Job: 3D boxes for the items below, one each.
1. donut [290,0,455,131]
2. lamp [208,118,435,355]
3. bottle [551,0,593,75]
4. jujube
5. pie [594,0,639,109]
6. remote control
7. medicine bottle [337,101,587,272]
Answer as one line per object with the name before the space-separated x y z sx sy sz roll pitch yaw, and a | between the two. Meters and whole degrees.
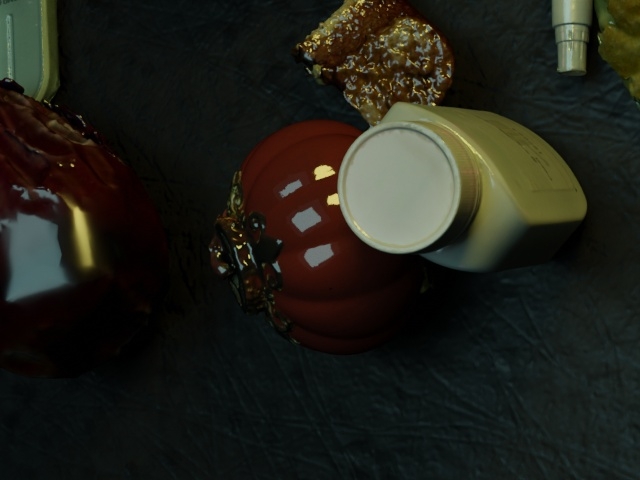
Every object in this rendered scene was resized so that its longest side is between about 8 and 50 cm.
donut | 0.058 -0.174 1.602 0.144 0.186 0.126 37 102 -7
lamp | 0.000 0.000 1.552 0.227 0.227 0.227 -5 81 34
bottle | 0.233 -0.260 1.524 0.060 0.060 0.217 -5 82 34
jujube | -0.314 -0.014 1.760 0.377 0.258 0.258 44 109 42
pie | 0.343 -0.194 1.373 0.306 0.071 0.306 31 136 35
remote control | -0.350 -0.257 1.922 0.104 0.052 0.247 -9 79 32
medicine bottle | 0.121 -0.045 1.418 0.161 0.296 0.111 43 107 16
